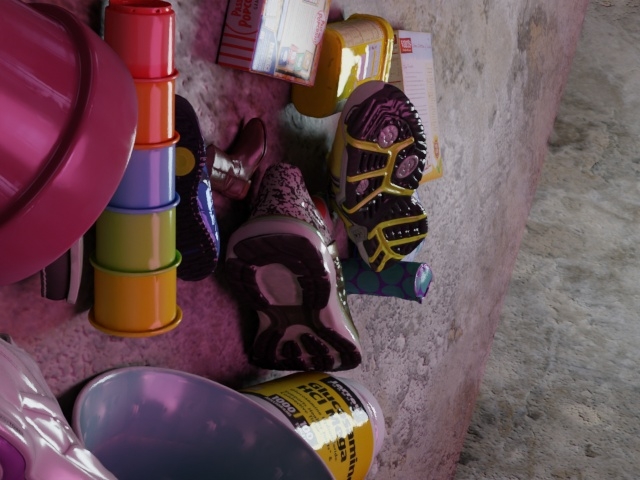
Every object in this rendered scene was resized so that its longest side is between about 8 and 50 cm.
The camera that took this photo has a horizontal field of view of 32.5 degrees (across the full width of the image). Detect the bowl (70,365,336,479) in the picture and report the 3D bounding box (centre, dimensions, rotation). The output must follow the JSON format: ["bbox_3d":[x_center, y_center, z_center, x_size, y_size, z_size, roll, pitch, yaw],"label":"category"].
[{"bbox_3d":[-0.143,0.289,1.141,0.163,0.311,0.311,-60,164,18],"label":"bowl"}]

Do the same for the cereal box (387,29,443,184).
[{"bbox_3d":[0.142,-0.210,1.734,0.173,0.047,0.240,-19,104,-66],"label":"cereal box"}]

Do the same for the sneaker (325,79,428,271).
[{"bbox_3d":[0.056,-0.097,1.534,0.145,0.147,0.385,-33,153,-15],"label":"sneaker"}]

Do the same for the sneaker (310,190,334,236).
[{"bbox_3d":[0.000,0.000,1.583,0.075,0.057,0.161,-52,147,-36],"label":"sneaker"}]

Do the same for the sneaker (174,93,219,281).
[{"bbox_3d":[-0.151,-0.061,1.165,0.082,0.069,0.209,-107,-171,-62],"label":"sneaker"}]

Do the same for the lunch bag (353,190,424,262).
[{"bbox_3d":[0.113,-0.020,1.809,0.151,0.096,0.129,90,25,-44],"label":"lunch bag"}]

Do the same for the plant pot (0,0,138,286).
[{"bbox_3d":[-0.249,-0.095,0.711,0.180,0.201,0.201,43,63,-50],"label":"plant pot"}]

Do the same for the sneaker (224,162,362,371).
[{"bbox_3d":[-0.020,0.047,1.477,0.410,0.158,0.182,81,13,-57],"label":"sneaker"}]

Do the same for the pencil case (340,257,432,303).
[{"bbox_3d":[0.098,0.064,1.750,0.064,0.151,0.070,-61,145,-43],"label":"pencil case"}]

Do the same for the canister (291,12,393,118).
[{"bbox_3d":[0.030,-0.236,1.477,0.170,0.073,0.126,-30,133,-60],"label":"canister"}]

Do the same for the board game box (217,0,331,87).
[{"bbox_3d":[-0.047,-0.264,1.297,0.193,0.045,0.147,-4,107,-69],"label":"board game box"}]

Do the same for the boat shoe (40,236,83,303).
[{"bbox_3d":[-0.238,-0.043,0.930,0.081,0.068,0.228,-115,-154,-53],"label":"boat shoe"}]

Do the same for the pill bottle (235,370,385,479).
[{"bbox_3d":[-0.039,0.275,1.466,0.334,0.187,0.188,-5,109,-65],"label":"pill bottle"}]

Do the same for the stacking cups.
[{"bbox_3d":[-0.177,-0.066,1.040,0.096,0.096,0.316,-39,137,-58],"label":"stacking cups"}]

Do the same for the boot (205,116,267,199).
[{"bbox_3d":[-0.107,-0.103,1.273,0.114,0.037,0.107,18,85,-65],"label":"boot"}]

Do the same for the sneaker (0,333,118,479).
[{"bbox_3d":[-0.231,0.162,0.891,0.305,0.114,0.152,65,8,-47],"label":"sneaker"}]
